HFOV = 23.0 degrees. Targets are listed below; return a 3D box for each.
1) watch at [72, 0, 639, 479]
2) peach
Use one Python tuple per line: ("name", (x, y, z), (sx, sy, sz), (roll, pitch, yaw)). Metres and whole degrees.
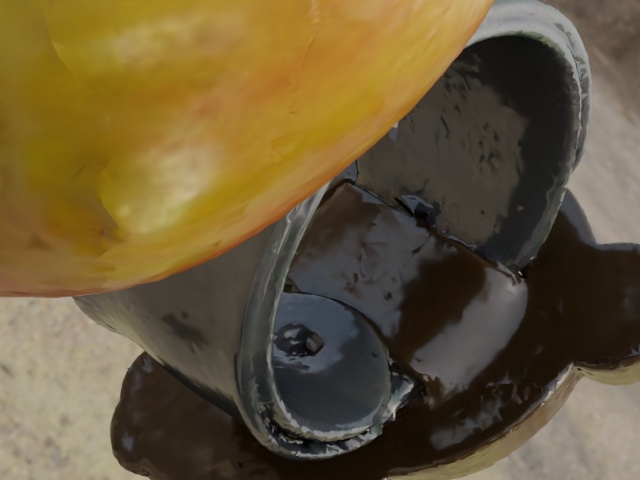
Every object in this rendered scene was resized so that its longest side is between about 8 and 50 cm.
("watch", (0.000, 0.000, 0.881), (0.314, 0.335, 0.327), (34, -12, 33))
("peach", (-0.112, -0.177, 0.448), (0.388, 0.388, 0.388), (44, 15, -15))
